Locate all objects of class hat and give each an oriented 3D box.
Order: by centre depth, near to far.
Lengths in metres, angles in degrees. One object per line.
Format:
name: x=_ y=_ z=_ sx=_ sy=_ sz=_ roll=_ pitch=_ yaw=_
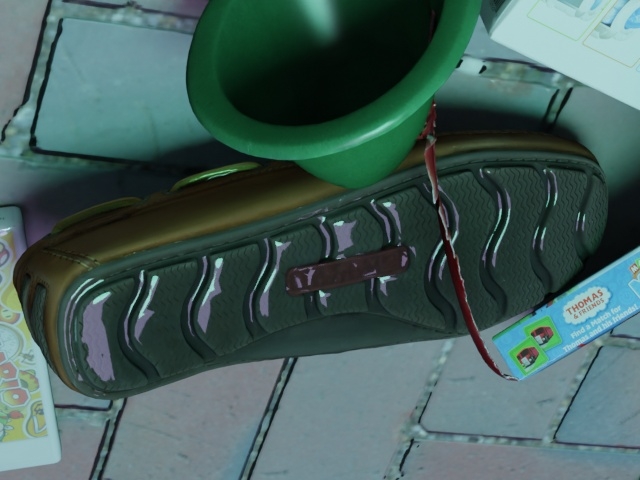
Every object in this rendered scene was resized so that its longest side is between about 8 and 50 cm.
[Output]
hat: x=0.034 y=-0.060 z=1.117 sx=0.173 sy=0.208 sz=0.183 roll=3 pitch=147 yaw=28

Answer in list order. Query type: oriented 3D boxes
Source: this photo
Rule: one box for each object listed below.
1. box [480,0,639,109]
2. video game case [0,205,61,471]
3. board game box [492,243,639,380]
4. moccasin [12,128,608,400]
box: x=0.191 y=-0.148 z=1.123 sx=0.203 sy=0.114 sz=0.103 roll=22 pitch=122 yaw=-28
video game case: x=-0.285 y=0.081 z=1.273 sx=0.206 sy=0.026 sz=0.227 roll=-8 pitch=132 yaw=-7
board game box: x=0.224 y=0.017 z=1.268 sx=0.211 sy=0.039 sz=0.160 roll=-32 pitch=173 yaw=16
moccasin: x=0.000 y=0.003 z=1.201 sx=0.380 sy=0.147 sz=0.139 roll=-17 pitch=119 yaw=-15
